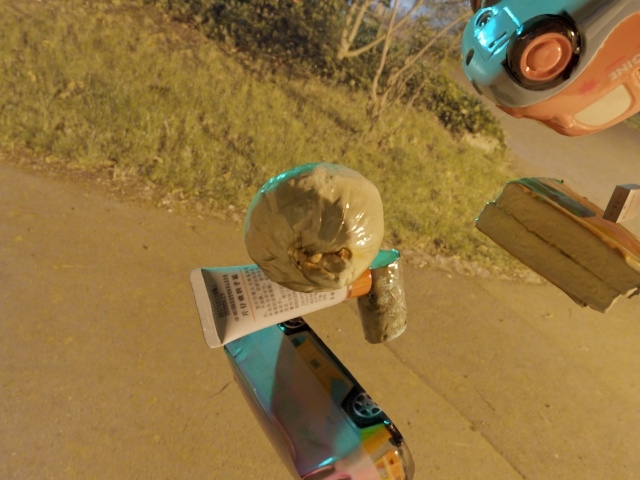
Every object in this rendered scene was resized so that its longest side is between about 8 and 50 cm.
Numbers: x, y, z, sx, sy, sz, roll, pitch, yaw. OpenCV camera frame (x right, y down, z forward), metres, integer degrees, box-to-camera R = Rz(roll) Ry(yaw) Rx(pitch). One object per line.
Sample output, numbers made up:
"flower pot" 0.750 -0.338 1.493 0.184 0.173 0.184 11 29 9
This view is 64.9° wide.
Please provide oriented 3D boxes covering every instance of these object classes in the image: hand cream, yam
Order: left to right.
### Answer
"hand cream" -0.061 0.091 0.884 0.314 0.089 0.140 -7 67 -24
"yam" 0.126 0.120 1.056 0.107 0.194 0.107 -9 22 4

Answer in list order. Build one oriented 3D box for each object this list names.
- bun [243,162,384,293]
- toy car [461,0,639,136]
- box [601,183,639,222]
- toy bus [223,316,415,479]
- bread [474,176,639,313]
"bun" 0.000 0.000 0.696 0.222 0.222 0.127 1 44 -30
"toy car" 0.305 -0.229 0.545 0.212 0.270 0.181 35 34 -30
"box" 0.455 -0.056 0.751 0.083 0.053 0.024 -6 28 -41
"toy bus" -0.022 0.282 0.848 0.162 0.171 0.386 -31 41 -17
"bread" 0.416 -0.001 0.823 0.246 0.111 0.239 44 32 26
